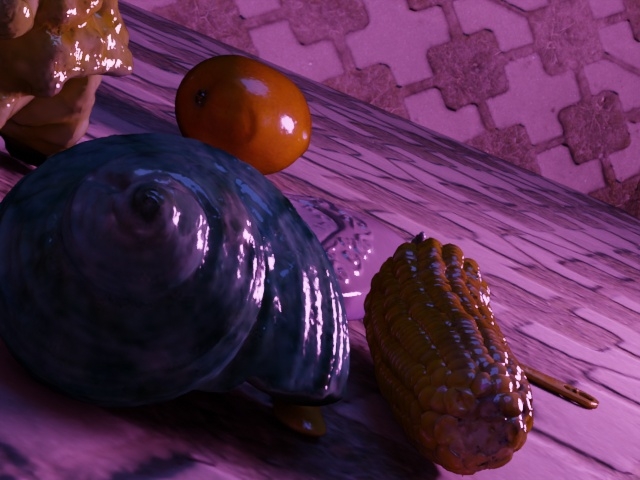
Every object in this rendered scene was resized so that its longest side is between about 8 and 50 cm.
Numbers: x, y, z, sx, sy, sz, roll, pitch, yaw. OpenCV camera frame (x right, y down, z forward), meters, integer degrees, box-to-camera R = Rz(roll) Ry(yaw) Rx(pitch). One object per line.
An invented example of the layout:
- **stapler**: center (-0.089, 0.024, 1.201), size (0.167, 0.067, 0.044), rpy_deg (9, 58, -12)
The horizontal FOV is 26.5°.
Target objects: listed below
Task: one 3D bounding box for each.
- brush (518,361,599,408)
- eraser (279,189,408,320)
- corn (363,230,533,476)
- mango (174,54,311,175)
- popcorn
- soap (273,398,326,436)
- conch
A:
- **brush**: center (0.144, 0.096, 1.177), size (0.218, 0.010, 0.082), rpy_deg (25, 10, -2)
- **eraser**: center (0.000, -0.001, 1.152), size (0.204, 0.059, 0.243), rpy_deg (30, 18, 32)
- **corn**: center (0.084, 0.074, 0.904), size (0.101, 0.101, 0.292), rpy_deg (24, 12, -11)
- **mango**: center (-0.082, -0.135, 1.483), size (0.151, 0.120, 0.221), rpy_deg (29, 4, 0)
- **popcorn**: center (-0.259, -0.172, 0.926), size (0.293, 0.237, 0.293), rpy_deg (21, 10, -4)
- **soap**: center (-0.014, 0.096, 0.807), size (0.034, 0.012, 0.089), rpy_deg (24, 11, -10)
- **conch**: center (-0.075, 0.016, 0.701), size (0.196, 0.134, 0.202), rpy_deg (14, 6, 7)
